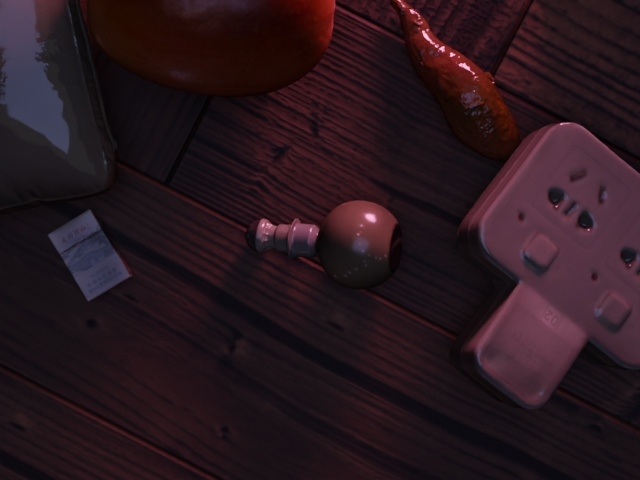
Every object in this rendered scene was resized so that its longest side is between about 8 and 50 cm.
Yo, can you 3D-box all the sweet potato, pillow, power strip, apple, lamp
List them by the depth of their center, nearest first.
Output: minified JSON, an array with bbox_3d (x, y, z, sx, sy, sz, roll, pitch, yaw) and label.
[{"bbox_3d":[-0.106,-0.259,1.664,0.241,0.242,0.242,3,92,-3],"label":"apple"},{"bbox_3d":[0.238,0.044,1.724,0.229,0.141,0.261,38,82,-8],"label":"power strip"},{"bbox_3d":[-0.348,-0.183,1.732,0.255,0.120,0.322,-12,93,11],"label":"pillow"},{"bbox_3d":[0.140,-0.161,1.741,0.068,0.068,0.226,-36,90,3],"label":"sweet potato"},{"bbox_3d":[0.000,0.000,1.749,0.163,0.091,0.091,7,92,17],"label":"lamp"}]

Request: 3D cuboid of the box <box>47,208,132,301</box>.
[{"bbox_3d":[-0.240,0.015,1.783,0.054,0.024,0.083,-31,90,4],"label":"box"}]
